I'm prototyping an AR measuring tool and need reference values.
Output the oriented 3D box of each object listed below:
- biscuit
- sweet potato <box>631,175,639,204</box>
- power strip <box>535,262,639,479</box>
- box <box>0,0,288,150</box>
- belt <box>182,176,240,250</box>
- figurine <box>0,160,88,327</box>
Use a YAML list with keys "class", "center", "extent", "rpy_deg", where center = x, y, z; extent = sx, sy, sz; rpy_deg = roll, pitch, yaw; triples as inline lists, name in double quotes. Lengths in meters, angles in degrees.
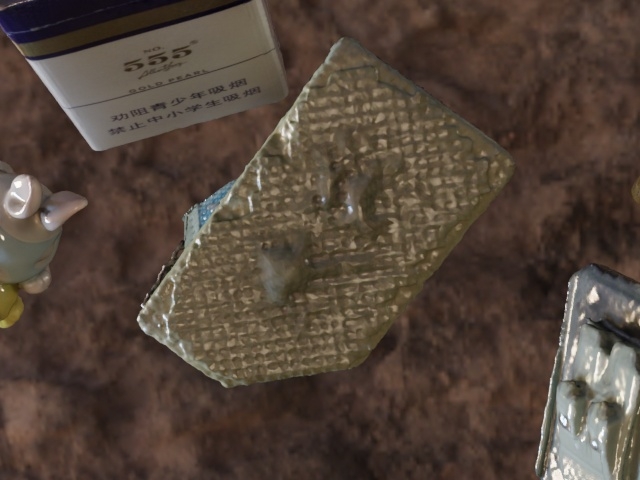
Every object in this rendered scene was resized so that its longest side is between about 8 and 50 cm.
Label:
- class: "biscuit"
  center: [0.000, 0.000, 0.899]
  extent: [0.150, 0.252, 0.052]
  rpy_deg: [37, -168, -8]
- class: "sweet potato"
  center: [0.263, -0.059, 0.816]
  extent: [0.059, 0.249, 0.069]
  rpy_deg: [17, -116, -15]
- class: "power strip"
  center: [0.225, 0.139, 1.019]
  extent: [0.064, 0.213, 0.198]
  rpy_deg: [0, -167, -25]
- class: "box"
  center: [-0.118, -0.151, 0.899]
  extent: [0.168, 0.259, 0.071]
  rpy_deg: [-15, -108, 0]
- class: "belt"
  center: [-0.007, 0.003, 1.053]
  extent: [0.163, 0.147, 0.082]
  rpy_deg: [-30, -141, 26]
- class: "figurine"
  center: [-0.301, 0.001, 1.219]
  extent: [0.155, 0.127, 0.235]
  rpy_deg: [-57, -155, -12]
